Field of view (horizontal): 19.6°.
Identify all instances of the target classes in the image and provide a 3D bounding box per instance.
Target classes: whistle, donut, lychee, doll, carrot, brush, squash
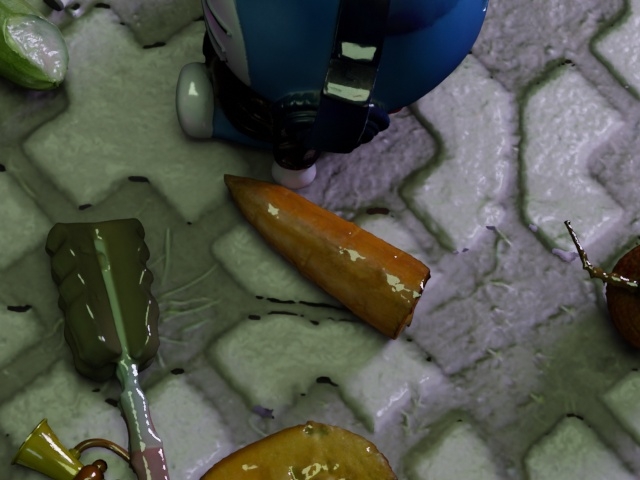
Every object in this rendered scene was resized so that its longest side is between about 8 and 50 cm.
[{"bbox_3d":[-0.188,0.186,1.483,0.109,0.057,0.046,33,112,-3],"label":"whistle"},{"bbox_3d":[-0.019,0.230,1.459,0.178,0.065,0.162,-18,55,-10],"label":"donut"},{"bbox_3d":[0.283,0.046,1.567,0.140,0.101,0.114,-8,36,-25],"label":"lychee"},{"bbox_3d":[0.008,-0.196,1.515,0.240,0.310,0.284,7,67,-7],"label":"doll"},{"bbox_3d":[0.000,0.000,1.564,0.205,0.072,0.072,36,67,10],"label":"carrot"},{"bbox_3d":[-0.154,0.118,1.487,0.084,0.071,0.301,-9,66,-15],"label":"brush"},{"bbox_3d":[-0.309,-0.210,1.606,0.239,0.069,0.069,41,68,10],"label":"squash"}]

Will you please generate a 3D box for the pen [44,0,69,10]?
[{"bbox_3d":[-0.188,-0.287,1.680,0.025,0.025,0.204,31,66,5],"label":"pen"}]
